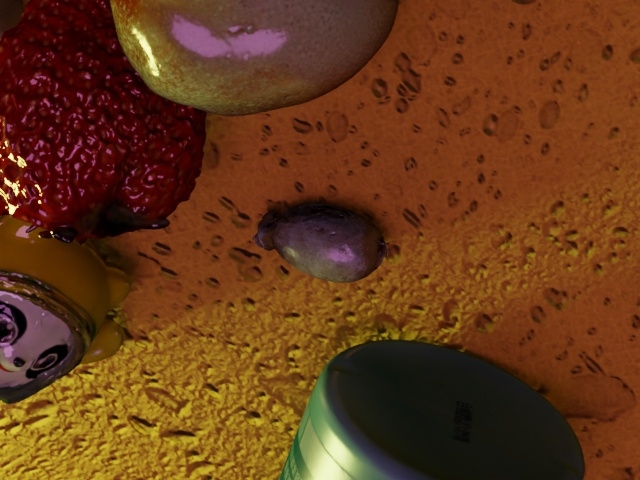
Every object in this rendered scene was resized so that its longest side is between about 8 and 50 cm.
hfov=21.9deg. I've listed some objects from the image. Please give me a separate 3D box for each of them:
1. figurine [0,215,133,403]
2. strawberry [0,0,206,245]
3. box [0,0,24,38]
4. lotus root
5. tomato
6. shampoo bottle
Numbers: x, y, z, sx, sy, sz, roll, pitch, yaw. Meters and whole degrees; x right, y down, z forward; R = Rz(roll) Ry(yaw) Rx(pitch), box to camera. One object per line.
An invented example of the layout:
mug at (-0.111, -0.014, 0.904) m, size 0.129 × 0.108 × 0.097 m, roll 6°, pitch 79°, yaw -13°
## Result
figurine at (-0.405, 0.086, 1.967) m, size 0.340 × 0.231 × 0.323 m, roll -30°, pitch 134°, yaw 15°
strawberry at (-0.256, -0.140, 1.809) m, size 0.261 × 0.261 × 0.258 m, roll 12°, pitch 121°, yaw 5°
box at (-0.456, -0.217, 1.884) m, size 0.243 × 0.103 × 0.055 m, roll -23°, pitch 105°, yaw 19°
lotus root at (-0.001, -0.001, 1.921) m, size 0.165 × 0.088 × 0.088 m, roll 14°, pitch 117°, yaw 15°
tomato at (-0.073, -0.270, 1.682) m, size 0.303 × 0.239 × 0.303 m, roll -2°, pitch 112°, yaw -6°
shampoo bottle at (0.104, 0.338, 1.922) m, size 0.331 × 0.331 × 0.343 m, roll 20°, pitch 116°, yaw 1°
